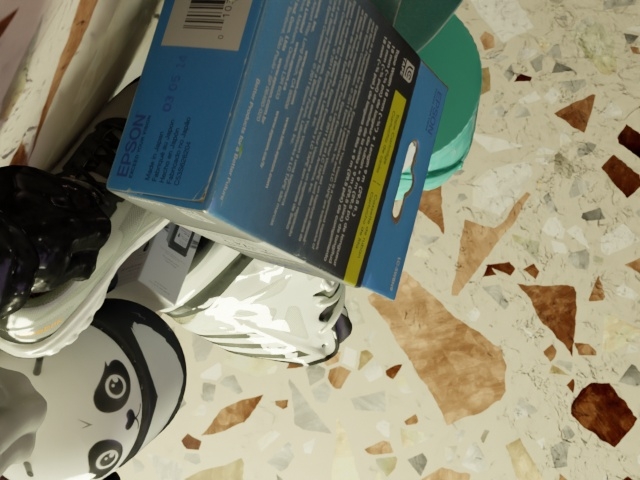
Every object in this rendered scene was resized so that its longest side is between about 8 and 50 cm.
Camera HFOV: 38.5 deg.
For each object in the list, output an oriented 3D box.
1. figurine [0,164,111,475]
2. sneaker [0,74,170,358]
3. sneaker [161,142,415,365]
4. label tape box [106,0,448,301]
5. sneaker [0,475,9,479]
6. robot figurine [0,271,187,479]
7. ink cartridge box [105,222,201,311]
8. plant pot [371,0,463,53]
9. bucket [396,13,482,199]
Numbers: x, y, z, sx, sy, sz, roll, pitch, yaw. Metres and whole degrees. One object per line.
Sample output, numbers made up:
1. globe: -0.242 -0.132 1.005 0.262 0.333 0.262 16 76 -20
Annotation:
1. figurine: -0.199 0.068 0.502 0.209 0.092 0.215 -130 -121 -82
2. sneaker: -0.178 -0.031 0.741 0.272 0.100 0.108 -61 177 -21
3. sneaker: 0.000 0.000 1.162 0.447 0.257 0.169 -34 -143 25
4. label tape box: -0.016 -0.099 0.820 0.333 0.105 0.241 30 74 -58
5. sneaker: -0.314 0.258 1.010 0.106 0.162 0.281 -59 -178 21
6. robot figurine: -0.235 0.150 0.941 0.173 0.209 0.278 -38 177 8
7. ink cartridge box: -0.199 -0.002 1.107 0.104 0.060 0.180 -18 -135 40
8. plant pot: 0.077 -0.364 0.969 0.290 0.195 0.290 -53 168 -16
9. bucket: 0.091 -0.198 1.269 0.281 0.281 0.183 -61 174 -7
